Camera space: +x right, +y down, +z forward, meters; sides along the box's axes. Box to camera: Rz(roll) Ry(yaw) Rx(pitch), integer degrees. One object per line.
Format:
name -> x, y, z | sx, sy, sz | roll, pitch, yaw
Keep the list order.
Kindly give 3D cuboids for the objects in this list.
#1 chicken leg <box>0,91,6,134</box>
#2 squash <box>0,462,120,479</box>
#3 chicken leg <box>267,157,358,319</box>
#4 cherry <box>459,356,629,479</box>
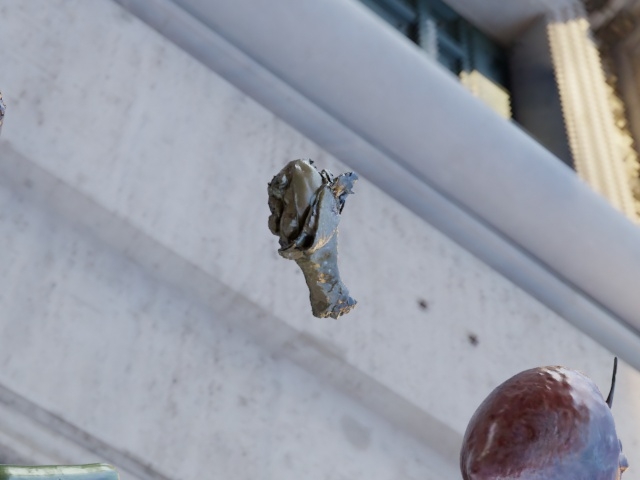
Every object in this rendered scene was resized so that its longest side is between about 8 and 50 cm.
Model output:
chicken leg -> -0.436, -0.063, 1.349 | 0.304, 0.093, 0.113 | -39, -121, 4
squash -> -0.351, 0.316, 1.734 | 0.066, 0.229, 0.066 | -6, -99, 42
chicken leg -> -0.005, 0.001, 1.603 | 0.080, 0.125, 0.196 | -1, -84, 42
cherry -> 0.258, 0.251, 1.629 | 0.175, 0.249, 0.192 | 9, -76, 43
